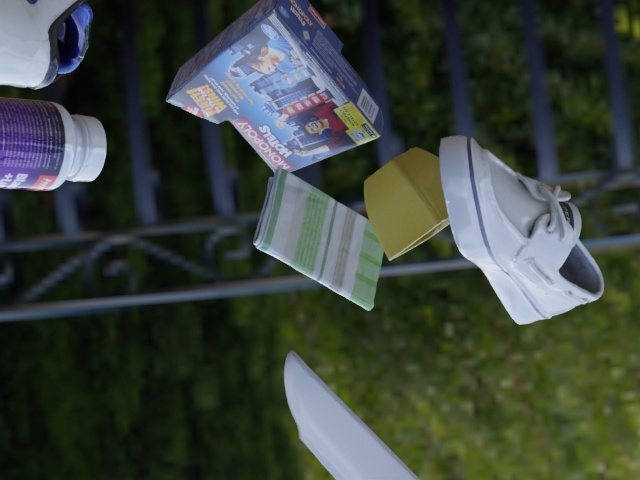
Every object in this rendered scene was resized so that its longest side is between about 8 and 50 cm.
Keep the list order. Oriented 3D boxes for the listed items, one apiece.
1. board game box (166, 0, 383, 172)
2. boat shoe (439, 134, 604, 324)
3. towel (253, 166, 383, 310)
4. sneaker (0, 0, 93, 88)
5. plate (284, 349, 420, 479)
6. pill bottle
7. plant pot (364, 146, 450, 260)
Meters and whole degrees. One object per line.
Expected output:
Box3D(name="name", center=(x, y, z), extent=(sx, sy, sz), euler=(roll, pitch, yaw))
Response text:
Box3D(name="board game box", center=(-0.059, -0.166, 2.162), extent=(0.194, 0.060, 0.194), euler=(-19, 126, 35))
Box3D(name="boat shoe", center=(0.169, -0.009, 1.630), extent=(0.088, 0.096, 0.267), euler=(-12, 146, 17))
Box3D(name="towel", center=(0.000, 0.000, 2.140), extent=(0.152, 0.113, 0.023), euler=(31, 138, -21))
Box3D(name="sneaker", center=(-0.328, -0.232, 1.976), extent=(0.182, 0.315, 0.127), euler=(9, 122, -32))
Box3D(name="plate", center=(0.074, 0.211, 1.461), extent=(0.045, 0.278, 0.277), euler=(-43, 165, -3))
Box3D(name="pill bottle", center=(-0.355, -0.114, 2.352), extent=(0.193, 0.108, 0.108), euler=(2, 168, -36))
Box3D(name="plant pot", center=(0.091, -0.043, 1.991), extent=(0.081, 0.083, 0.081), euler=(-38, 174, 39))
